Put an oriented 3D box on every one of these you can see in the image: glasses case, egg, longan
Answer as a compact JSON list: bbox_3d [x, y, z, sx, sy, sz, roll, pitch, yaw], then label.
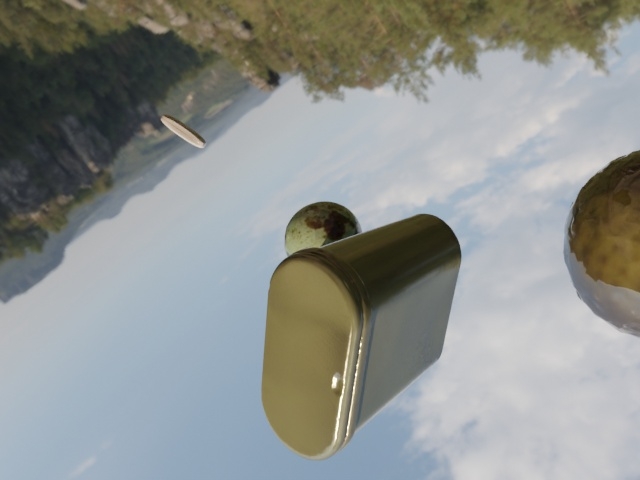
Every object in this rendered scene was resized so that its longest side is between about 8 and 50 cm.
[{"bbox_3d":[-0.226,-0.181,0.994,0.021,0.083,0.032,-55,-173,7],"label":"glasses case"},{"bbox_3d":[0.000,0.000,1.351,0.169,0.169,0.231,-41,-173,-23],"label":"egg"},{"bbox_3d":[0.667,0.004,1.145,0.391,0.391,0.391,-32,-165,10],"label":"longan"}]

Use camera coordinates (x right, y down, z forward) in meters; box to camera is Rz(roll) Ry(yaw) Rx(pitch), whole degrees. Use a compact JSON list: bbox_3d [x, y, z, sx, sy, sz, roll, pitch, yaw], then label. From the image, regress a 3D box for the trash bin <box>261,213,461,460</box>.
[{"bbox_3d":[0.056,0.098,0.711,0.121,0.243,0.248,22,-152,33],"label":"trash bin"}]
